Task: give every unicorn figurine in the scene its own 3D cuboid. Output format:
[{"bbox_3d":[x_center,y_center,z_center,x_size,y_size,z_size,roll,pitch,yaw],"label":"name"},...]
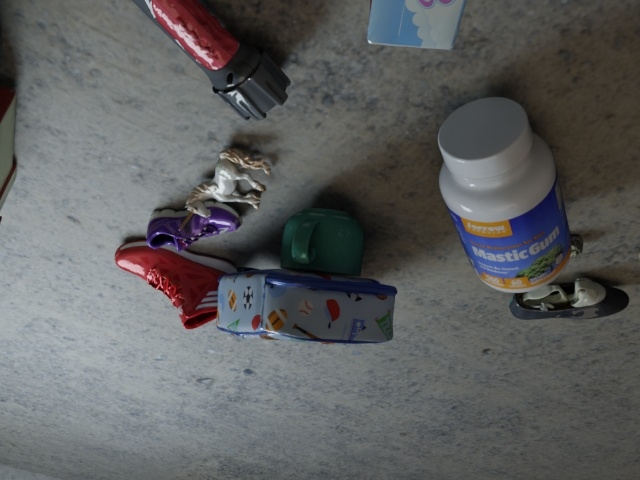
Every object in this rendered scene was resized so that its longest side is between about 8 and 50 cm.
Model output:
[{"bbox_3d":[-0.142,-0.081,0.963,0.111,0.060,0.162,15,124,-11],"label":"unicorn figurine"}]

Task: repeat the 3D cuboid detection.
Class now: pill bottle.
[{"bbox_3d":[0.252,-0.059,0.866,0.152,0.152,0.272,-13,139,21],"label":"pill bottle"}]

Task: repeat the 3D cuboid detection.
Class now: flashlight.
[{"bbox_3d":[-0.152,-0.257,0.702,0.103,0.103,0.304,-26,131,29],"label":"flashlight"}]

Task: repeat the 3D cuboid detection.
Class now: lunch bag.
[{"bbox_3d":[-0.028,0.107,1.039,0.243,0.115,0.303,5,176,-29],"label":"lunch bag"}]

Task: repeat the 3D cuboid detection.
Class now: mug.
[{"bbox_3d":[0.007,0.001,0.979,0.129,0.098,0.157,7,175,-14],"label":"mug"}]

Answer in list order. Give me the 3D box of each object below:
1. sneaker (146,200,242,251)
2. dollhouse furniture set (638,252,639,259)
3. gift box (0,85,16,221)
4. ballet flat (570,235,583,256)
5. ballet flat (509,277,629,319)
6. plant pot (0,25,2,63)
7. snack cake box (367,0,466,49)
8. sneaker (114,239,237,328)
[{"bbox_3d":[-0.208,-0.014,1.035,0.169,0.071,0.068,-10,139,17],"label":"sneaker"},{"bbox_3d":[0.607,0.037,1.023,0.151,0.059,0.076,10,141,-6],"label":"dollhouse furniture set"},{"bbox_3d":[-0.576,-0.073,0.837,0.255,0.276,0.258,22,144,-14],"label":"gift box"},{"bbox_3d":[0.376,0.019,1.040,0.114,0.041,0.041,-10,139,19],"label":"ballet flat"},{"bbox_3d":[0.439,0.103,1.117,0.203,0.074,0.074,-7,140,18],"label":"ballet flat"},{"bbox_3d":[-0.475,-0.250,0.663,0.292,0.196,0.293,0,139,0],"label":"plant pot"},{"bbox_3d":[0.101,-0.324,0.549,0.089,0.152,0.264,5,142,-1],"label":"snack cake box"},{"bbox_3d":[-0.262,0.080,1.111,0.221,0.128,0.087,10,141,-7],"label":"sneaker"}]
